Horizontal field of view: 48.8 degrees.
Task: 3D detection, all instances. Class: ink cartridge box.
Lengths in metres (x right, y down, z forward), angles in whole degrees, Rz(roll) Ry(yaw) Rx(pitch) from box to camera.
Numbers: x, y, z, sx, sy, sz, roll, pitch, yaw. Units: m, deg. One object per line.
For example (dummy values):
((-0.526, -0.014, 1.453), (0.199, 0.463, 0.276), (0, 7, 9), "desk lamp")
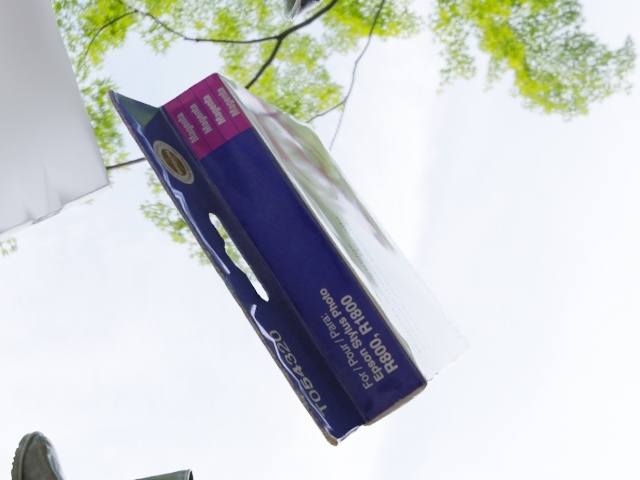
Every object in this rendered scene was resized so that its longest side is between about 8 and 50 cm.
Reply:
((0.000, 0.000, 0.651), (0.071, 0.330, 0.324), (-38, -103, 14), "ink cartridge box")

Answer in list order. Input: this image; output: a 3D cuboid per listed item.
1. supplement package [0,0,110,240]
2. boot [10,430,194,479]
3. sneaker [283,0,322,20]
((-0.244, -0.126, 0.308), (0.175, 0.177, 0.293), (-14, -79, 6), "supplement package")
((-0.257, 0.301, 0.842), (0.208, 0.076, 0.189), (-16, -117, 6), "boot")
((-0.063, -0.265, 0.590), (0.192, 0.064, 0.086), (35, -87, -29), "sneaker")
